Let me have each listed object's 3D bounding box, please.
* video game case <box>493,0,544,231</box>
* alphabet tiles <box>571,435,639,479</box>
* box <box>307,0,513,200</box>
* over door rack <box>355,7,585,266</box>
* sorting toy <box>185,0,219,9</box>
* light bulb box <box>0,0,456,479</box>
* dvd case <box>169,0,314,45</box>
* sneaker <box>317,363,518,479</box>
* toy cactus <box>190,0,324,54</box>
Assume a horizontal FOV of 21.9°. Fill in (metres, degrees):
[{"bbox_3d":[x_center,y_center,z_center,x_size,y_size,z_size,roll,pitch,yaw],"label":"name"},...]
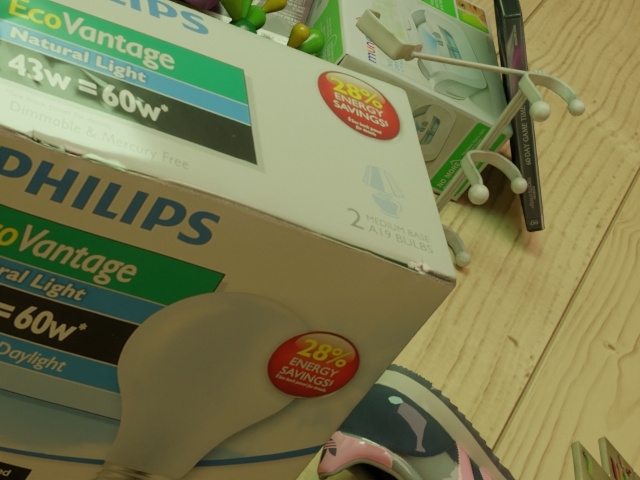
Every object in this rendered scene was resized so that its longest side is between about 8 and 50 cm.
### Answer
[{"bbox_3d":[0.230,-0.175,1.939,0.026,0.274,0.196,-7,29,4],"label":"video game case"},{"bbox_3d":[0.310,0.345,1.479,0.285,0.011,0.342,48,25,-28],"label":"alphabet tiles"},{"bbox_3d":[0.086,-0.206,1.962,0.231,0.127,0.262,24,36,-21],"label":"box"},{"bbox_3d":[0.111,-0.081,1.690,0.324,0.239,0.108,10,33,-46],"label":"over door rack"},{"bbox_3d":[-0.243,-0.370,1.773,0.365,0.126,0.127,19,24,-24],"label":"sorting toy"},{"bbox_3d":[-0.153,0.027,1.228,0.358,0.361,0.225,18,37,-25],"label":"light bulb box"},{"bbox_3d":[-0.078,-0.325,1.929,0.164,0.018,0.221,18,64,-3],"label":"dvd case"},{"bbox_3d":[0.128,0.264,1.459,0.319,0.112,0.131,45,66,1],"label":"sneaker"},{"bbox_3d":[-0.097,-0.197,1.790,0.219,0.112,0.180,9,75,-41],"label":"toy cactus"}]
